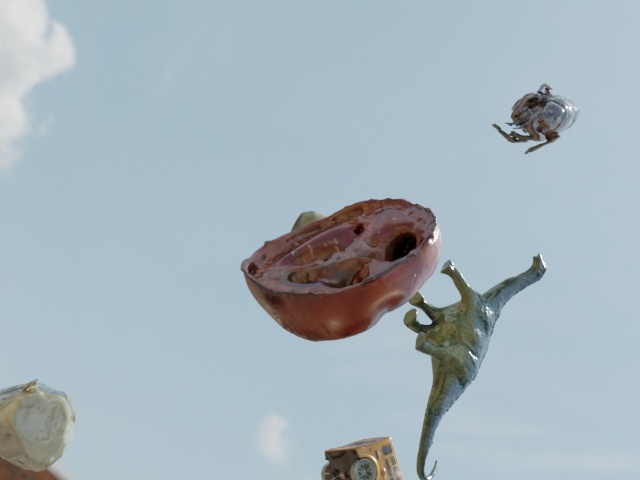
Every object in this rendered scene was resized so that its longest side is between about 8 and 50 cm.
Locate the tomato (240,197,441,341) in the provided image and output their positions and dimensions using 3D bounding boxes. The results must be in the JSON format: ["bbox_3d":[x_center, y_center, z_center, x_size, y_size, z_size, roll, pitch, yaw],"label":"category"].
[{"bbox_3d":[0.031,0.045,1.589,0.228,0.228,0.101,8,-58,52],"label":"tomato"}]

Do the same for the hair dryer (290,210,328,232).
[{"bbox_3d":[0.000,0.000,2.408,0.135,0.090,0.278,22,3,-13],"label":"hair dryer"}]

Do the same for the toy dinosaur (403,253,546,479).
[{"bbox_3d":[0.177,0.131,1.881,0.147,0.363,0.076,38,-26,-17],"label":"toy dinosaur"}]

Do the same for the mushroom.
[{"bbox_3d":[-0.347,0.217,1.710,0.109,0.097,0.351,33,-13,-6],"label":"mushroom"}]

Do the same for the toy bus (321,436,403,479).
[{"bbox_3d":[0.060,0.300,1.580,0.069,0.074,0.162,-16,-91,53],"label":"toy bus"}]

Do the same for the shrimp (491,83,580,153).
[{"bbox_3d":[0.288,-0.161,1.911,0.073,0.190,0.075,-31,-93,33],"label":"shrimp"}]
